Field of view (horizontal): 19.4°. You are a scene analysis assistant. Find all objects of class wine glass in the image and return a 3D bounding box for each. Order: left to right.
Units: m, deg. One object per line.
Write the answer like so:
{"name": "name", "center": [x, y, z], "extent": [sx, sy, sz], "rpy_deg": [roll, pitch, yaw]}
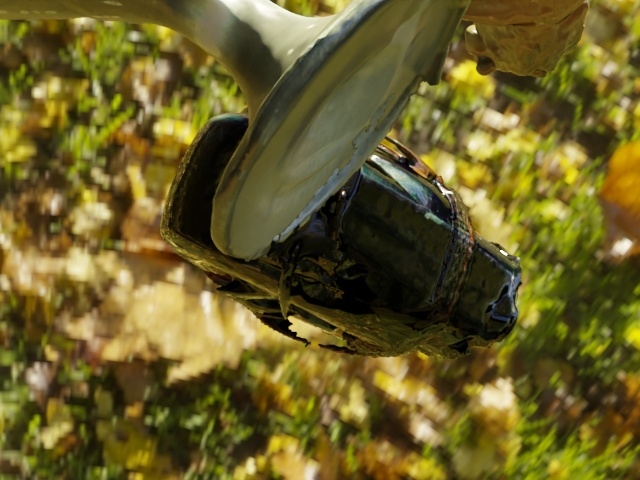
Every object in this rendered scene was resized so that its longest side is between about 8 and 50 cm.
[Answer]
{"name": "wine glass", "center": [-0.078, -0.110, 0.595], "extent": [0.241, 0.126, 0.126], "rpy_deg": [39, 66, 14]}

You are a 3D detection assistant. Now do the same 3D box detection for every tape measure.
{"name": "tape measure", "center": [0.000, 0.000, 1.239], "extent": [0.202, 0.223, 0.135], "rpy_deg": [31, 79, -36]}

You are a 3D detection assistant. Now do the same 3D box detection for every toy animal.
{"name": "toy animal", "center": [0.184, -0.219, 1.450], "extent": [0.157, 0.312, 0.097], "rpy_deg": [16, 58, -25]}
